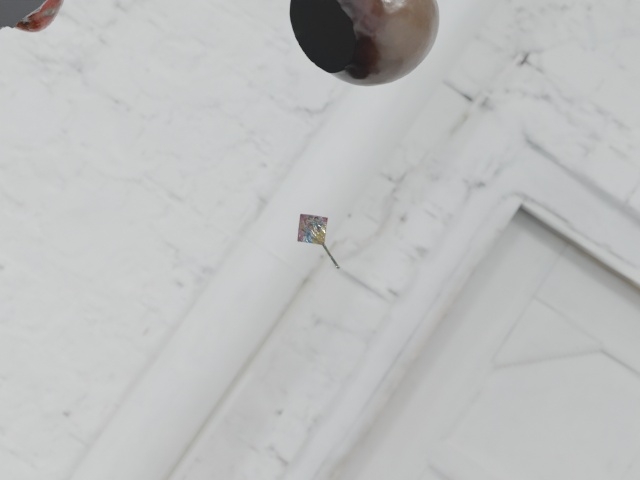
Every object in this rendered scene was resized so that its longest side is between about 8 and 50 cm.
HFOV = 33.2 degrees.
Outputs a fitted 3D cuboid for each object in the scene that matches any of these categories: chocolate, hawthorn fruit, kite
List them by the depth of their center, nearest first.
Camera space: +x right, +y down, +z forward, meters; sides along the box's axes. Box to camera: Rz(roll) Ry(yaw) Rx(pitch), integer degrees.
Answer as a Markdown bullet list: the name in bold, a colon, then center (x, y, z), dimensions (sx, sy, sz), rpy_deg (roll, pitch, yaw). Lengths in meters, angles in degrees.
- **chocolate**: center (0.060, -0.253, 1.193), dimensions (0.177, 0.177, 0.177), rpy_deg (34, -6, 4)
- **hawthorn fruit**: center (-0.338, -0.284, 1.240), dimensions (0.093, 0.093, 0.093), rpy_deg (34, -6, 4)
- **kite**: center (-0.006, 0.002, 1.331), dimensions (0.002, 0.044, 0.078), rpy_deg (100, -23, -86)

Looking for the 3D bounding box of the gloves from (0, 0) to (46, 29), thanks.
- **gloves**: center (-0.144, -0.123, 0.364), dimensions (0.229, 0.119, 0.097), rpy_deg (26, -50, 58)
